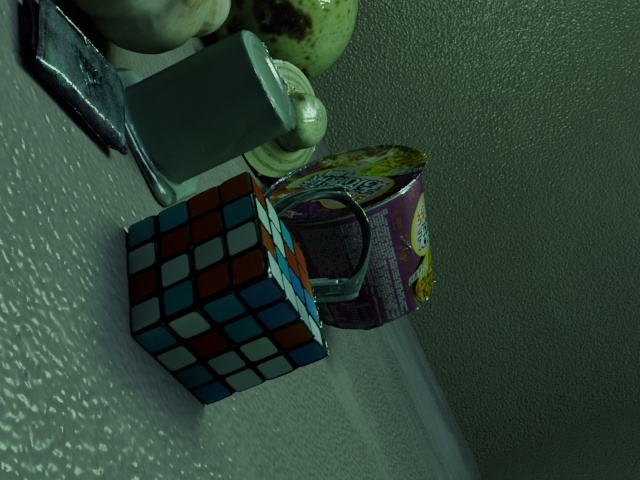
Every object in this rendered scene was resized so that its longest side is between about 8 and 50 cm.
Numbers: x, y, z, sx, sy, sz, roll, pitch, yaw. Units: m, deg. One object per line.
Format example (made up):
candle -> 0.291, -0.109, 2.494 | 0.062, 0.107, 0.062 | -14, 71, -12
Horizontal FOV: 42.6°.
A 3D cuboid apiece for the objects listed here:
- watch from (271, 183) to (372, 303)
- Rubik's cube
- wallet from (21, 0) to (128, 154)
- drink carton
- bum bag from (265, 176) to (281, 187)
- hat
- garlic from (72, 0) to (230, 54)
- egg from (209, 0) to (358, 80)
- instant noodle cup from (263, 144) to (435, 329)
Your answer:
watch -> -0.019, 0.007, 1.341 | 0.068, 0.206, 0.193 | 146, -60, -75
Rubik's cube -> -0.097, 0.053, 0.858 | 0.154, 0.151, 0.155 | 57, 12, -44
wallet -> -0.261, -0.175, 0.880 | 0.166, 0.030, 0.111 | 53, 20, -52
drink carton -> -0.148, -0.171, 1.059 | 0.191, 0.190, 0.185 | 65, 14, -6
bum bag -> -0.131, -0.269, 1.711 | 0.340, 0.095, 0.144 | 60, 38, -32
hat -> -0.048, -0.242, 1.657 | 0.252, 0.110, 0.252 | -6, 98, -49
garlic -> -0.239, -0.337, 1.023 | 0.203, 0.184, 0.281 | 32, 11, 30
egg -> -0.086, -0.517, 1.830 | 0.428, 0.345, 0.345 | 79, -10, -75
instant noodle cup -> 0.078, -0.003, 1.595 | 0.340, 0.340, 0.266 | -95, 167, -65
